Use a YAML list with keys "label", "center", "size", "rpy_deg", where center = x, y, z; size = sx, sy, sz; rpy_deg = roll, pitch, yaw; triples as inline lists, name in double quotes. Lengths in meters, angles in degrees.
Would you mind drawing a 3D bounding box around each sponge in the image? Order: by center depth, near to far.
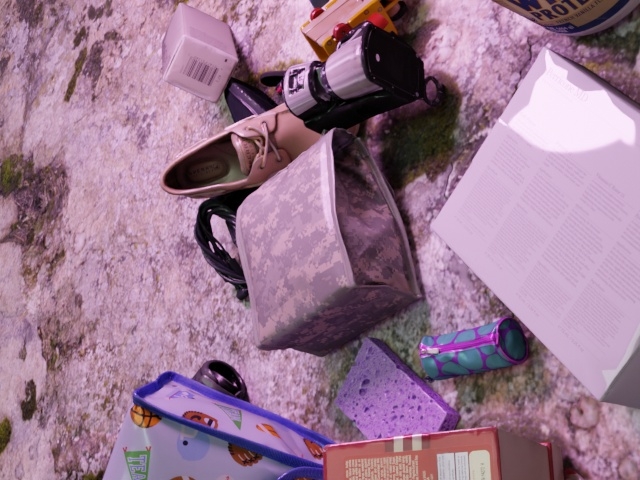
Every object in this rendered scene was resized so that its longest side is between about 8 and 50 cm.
- label: "sponge"
  center: [0.104, 0.239, 1.622]
  size: [0.210, 0.031, 0.117]
  rpy_deg: [42, 111, 49]

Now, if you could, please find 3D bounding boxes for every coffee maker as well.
- label: "coffee maker"
  center: [0.058, -0.222, 1.703]
  size: [0.178, 0.171, 0.120]
  rpy_deg: [-18, 38, 44]

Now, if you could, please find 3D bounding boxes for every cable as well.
- label: "cable"
  center: [-0.152, 0.014, 1.934]
  size: [0.150, 0.047, 0.185]
  rpy_deg: [-16, 102, 61]

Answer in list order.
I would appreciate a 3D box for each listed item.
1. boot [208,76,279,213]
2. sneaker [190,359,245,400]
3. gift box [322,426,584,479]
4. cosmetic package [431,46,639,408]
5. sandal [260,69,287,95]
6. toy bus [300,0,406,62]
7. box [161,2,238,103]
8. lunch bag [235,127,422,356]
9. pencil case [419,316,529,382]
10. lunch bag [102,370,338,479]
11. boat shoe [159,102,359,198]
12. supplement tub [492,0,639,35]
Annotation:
- label: "boot"
  center: [-0.141, -0.150, 2.010]
  size: [0.207, 0.094, 0.246]
  rpy_deg: [-56, 47, 16]
- label: "sneaker"
  center: [-0.204, 0.299, 1.854]
  size: [0.147, 0.104, 0.296]
  rpy_deg: [-49, 14, 26]
- label: "gift box"
  center: [0.175, 0.357, 1.323]
  size: [0.276, 0.258, 0.255]
  rpy_deg: [-6, 72, 27]
- label: "cosmetic package"
  center: [0.329, -0.025, 1.385]
  size: [0.284, 0.097, 0.377]
  rpy_deg: [-61, 40, 20]
- label: "sandal"
  center: [-0.043, -0.269, 1.960]
  size: [0.179, 0.067, 0.040]
  rpy_deg: [4, 92, 49]
- label: "toy bus"
  center: [0.073, -0.346, 1.806]
  size: [0.202, 0.104, 0.191]
  rpy_deg: [-9, 46, 31]
- label: "box"
  center: [-0.226, -0.348, 2.101]
  size: [0.094, 0.113, 0.275]
  rpy_deg: [-61, 17, 17]
- label: "lunch bag"
  center: [0.000, 0.000, 1.726]
  size: [0.235, 0.168, 0.287]
  rpy_deg: [-36, 56, 39]
- label: "pencil case"
  center: [0.199, 0.145, 1.508]
  size: [0.151, 0.070, 0.065]
  rpy_deg: [-20, 62, 45]
- label: "lunch bag"
  center: [-0.122, 0.409, 1.612]
  size: [0.239, 0.385, 0.328]
  rpy_deg: [-31, -37, -81]
- label: "boat shoe"
  center: [-0.099, -0.141, 1.854]
  size: [0.341, 0.110, 0.122]
  rpy_deg: [-22, 93, 17]
- label: "supplement tub"
  center: [0.258, -0.407, 1.426]
  size: [0.228, 0.316, 0.228]
  rpy_deg: [-21, 62, 46]
